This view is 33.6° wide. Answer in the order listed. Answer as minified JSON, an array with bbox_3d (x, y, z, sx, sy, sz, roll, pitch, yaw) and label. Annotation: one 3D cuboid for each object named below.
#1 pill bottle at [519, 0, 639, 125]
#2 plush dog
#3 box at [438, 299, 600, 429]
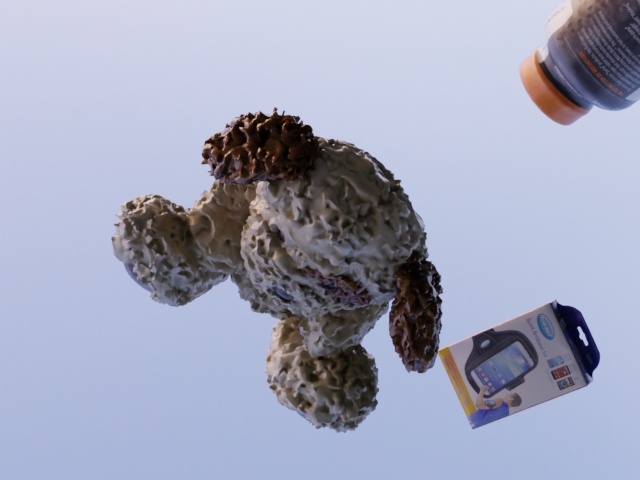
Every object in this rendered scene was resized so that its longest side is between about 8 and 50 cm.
[{"bbox_3d":[0.316,-0.217,1.058,0.130,0.245,0.130,28,-138,-29],"label":"pill bottle"},{"bbox_3d":[0.000,0.000,0.815,0.262,0.225,0.211,42,-111,-9],"label":"plush dog"},{"bbox_3d":[0.183,0.111,0.964,0.028,0.136,0.081,-12,-104,-60],"label":"box"}]
